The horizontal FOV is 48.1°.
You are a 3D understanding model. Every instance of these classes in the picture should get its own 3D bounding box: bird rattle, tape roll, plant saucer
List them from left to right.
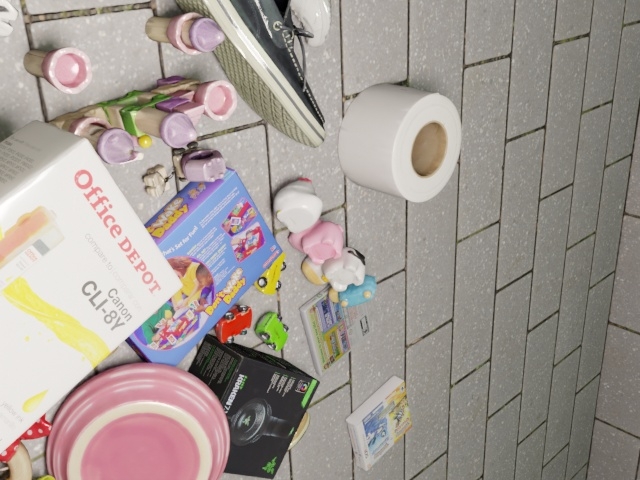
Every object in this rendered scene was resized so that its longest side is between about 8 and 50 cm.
[{"bbox_3d":[-0.537,0.376,1.174,0.206,0.143,0.254,-11,112,-25],"label":"bird rattle"},{"bbox_3d":[-0.327,0.391,1.311,0.332,0.084,0.332,-4,105,-15],"label":"plant saucer"},{"bbox_3d":[0.183,-0.222,1.633,0.246,0.169,0.246,-20,120,-39],"label":"tape roll"}]

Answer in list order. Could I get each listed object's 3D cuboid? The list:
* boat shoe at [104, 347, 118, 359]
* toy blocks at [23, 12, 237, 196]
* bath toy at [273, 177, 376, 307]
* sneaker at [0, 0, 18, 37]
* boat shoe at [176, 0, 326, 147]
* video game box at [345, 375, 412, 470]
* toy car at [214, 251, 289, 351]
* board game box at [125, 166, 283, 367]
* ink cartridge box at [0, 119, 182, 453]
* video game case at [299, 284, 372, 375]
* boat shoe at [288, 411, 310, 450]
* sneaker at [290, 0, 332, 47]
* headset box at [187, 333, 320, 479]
[{"bbox_3d":[-0.443,0.189,1.226,0.207,0.073,0.073,-23,123,-38],"label":"boat shoe"},{"bbox_3d":[-0.252,-0.179,1.136,0.288,0.260,0.309,-31,126,-35],"label":"toy blocks"},{"bbox_3d":[0.000,0.000,1.570,0.129,0.151,0.348,-84,151,-44],"label":"bath toy"},{"bbox_3d":[-0.460,-0.421,0.943,0.118,0.110,0.292,-2,110,-33],"label":"sneaker"},{"bbox_3d":[-0.107,-0.365,1.272,0.156,0.186,0.500,-47,129,-14],"label":"boat shoe"},{"bbox_3d":[0.167,0.510,2.002,0.205,0.048,0.187,-35,131,-31],"label":"video game box"},{"bbox_3d":[-0.131,0.159,1.539,0.239,0.053,0.225,-55,144,-28],"label":"toy car"},{"bbox_3d":[-0.251,0.054,1.365,0.347,0.078,0.233,-47,134,-22],"label":"board game box"},{"bbox_3d":[-0.410,0.068,0.923,0.384,0.160,0.279,-45,132,-24],"label":"ink cartridge box"},{"bbox_3d":[0.042,0.198,1.765,0.193,0.023,0.212,-36,129,-31],"label":"video game case"},{"bbox_3d":[-0.102,0.465,1.698,0.190,0.068,0.072,-47,122,-22],"label":"boat shoe"},{"bbox_3d":[-0.037,-0.477,1.379,0.115,0.090,0.232,-3,137,0],"label":"sneaker"},{"bbox_3d":[-0.164,0.364,1.540,0.283,0.131,0.246,31,84,-48],"label":"headset box"}]
